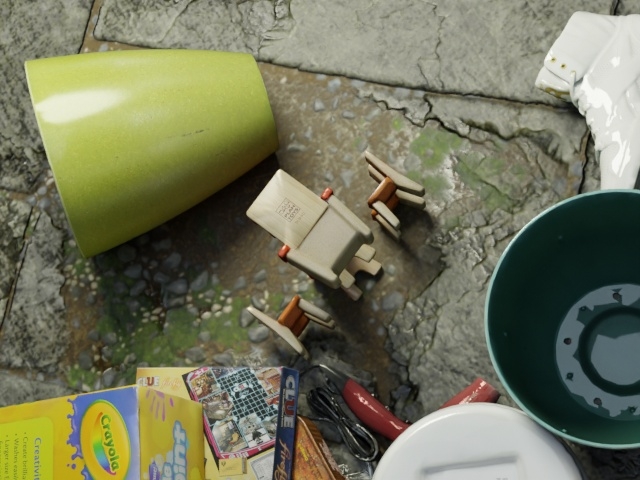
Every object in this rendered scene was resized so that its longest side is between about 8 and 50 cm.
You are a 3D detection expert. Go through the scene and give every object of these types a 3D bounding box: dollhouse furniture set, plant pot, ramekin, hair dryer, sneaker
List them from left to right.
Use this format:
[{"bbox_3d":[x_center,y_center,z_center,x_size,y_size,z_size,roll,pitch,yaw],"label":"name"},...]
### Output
[{"bbox_3d":[-0.214,-0.146,1.835,0.293,0.275,0.275,-16,71,-6],"label":"plant pot"},{"bbox_3d":[0.000,0.000,1.720,0.135,0.259,0.262,36,85,11],"label":"dollhouse furniture set"},{"bbox_3d":[0.087,0.238,1.728,0.293,0.080,0.223,-14,72,10],"label":"hair dryer"},{"bbox_3d":[0.183,0.318,1.576,0.277,0.135,0.277,-2,76,8],"label":"ramekin"},{"bbox_3d":[0.355,-0.163,1.757,0.169,0.108,0.292,9,68,19],"label":"sneaker"},{"bbox_3d":[0.355,0.111,1.608,0.293,0.235,0.293,-4,75,15],"label":"plant pot"}]

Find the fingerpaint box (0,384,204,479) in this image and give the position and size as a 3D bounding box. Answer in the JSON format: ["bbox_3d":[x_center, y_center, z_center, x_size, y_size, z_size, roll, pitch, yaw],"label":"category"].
[{"bbox_3d":[-0.332,0.432,1.695,0.371,0.163,0.445,-12,70,24],"label":"fingerpaint box"}]

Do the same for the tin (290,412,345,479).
[{"bbox_3d":[-0.027,0.302,1.717,0.106,0.040,0.189,-39,59,15],"label":"tin"}]

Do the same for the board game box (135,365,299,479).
[{"bbox_3d":[-0.142,0.246,1.763,0.243,0.042,0.165,-3,76,34],"label":"board game box"}]
